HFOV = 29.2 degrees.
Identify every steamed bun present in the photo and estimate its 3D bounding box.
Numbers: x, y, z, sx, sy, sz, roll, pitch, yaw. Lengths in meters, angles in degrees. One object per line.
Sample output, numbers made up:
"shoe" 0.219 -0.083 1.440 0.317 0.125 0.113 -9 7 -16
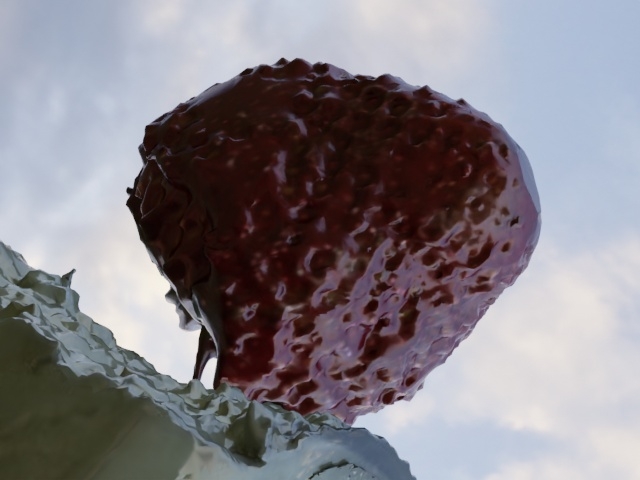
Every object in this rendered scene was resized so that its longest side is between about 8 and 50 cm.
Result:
"steamed bun" -0.098 0.144 0.578 0.272 0.290 0.273 -8 -128 43

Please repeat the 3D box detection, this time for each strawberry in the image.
"strawberry" 0.002 0.003 0.851 0.257 0.261 0.261 -31 -124 -9
